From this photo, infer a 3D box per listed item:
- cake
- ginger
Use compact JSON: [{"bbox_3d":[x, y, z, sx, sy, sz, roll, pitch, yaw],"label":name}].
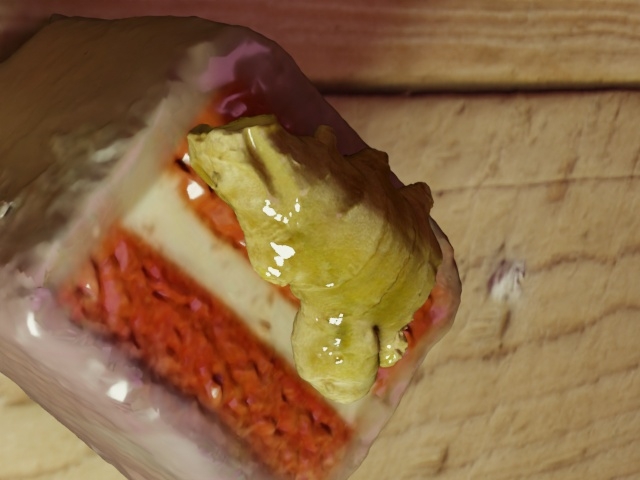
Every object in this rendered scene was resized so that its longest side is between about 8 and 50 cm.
[{"bbox_3d":[-0.096,0.019,0.889,0.237,0.230,0.309,-57,132,-18],"label":"cake"},{"bbox_3d":[0.013,-0.003,0.777,0.115,0.081,0.205,-25,129,1],"label":"ginger"}]
